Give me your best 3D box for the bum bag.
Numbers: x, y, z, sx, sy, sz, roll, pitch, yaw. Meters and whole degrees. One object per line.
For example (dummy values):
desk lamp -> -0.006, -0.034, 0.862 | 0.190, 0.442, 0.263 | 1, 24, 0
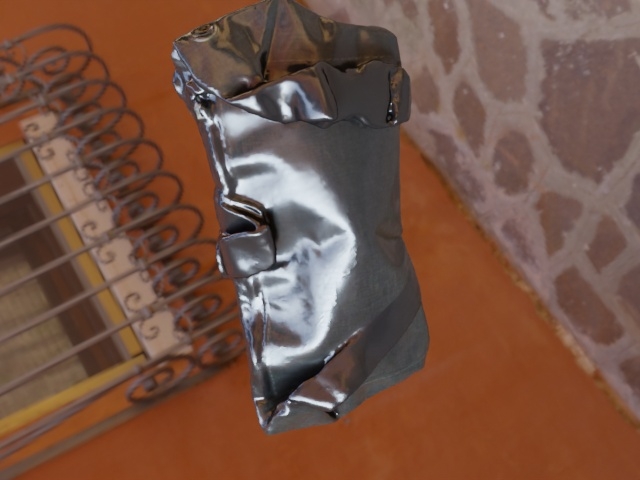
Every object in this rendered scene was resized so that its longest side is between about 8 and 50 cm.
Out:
bum bag -> 0.000, 0.000, 0.367 | 0.049, 0.087, 0.198 | -120, 18, -60
